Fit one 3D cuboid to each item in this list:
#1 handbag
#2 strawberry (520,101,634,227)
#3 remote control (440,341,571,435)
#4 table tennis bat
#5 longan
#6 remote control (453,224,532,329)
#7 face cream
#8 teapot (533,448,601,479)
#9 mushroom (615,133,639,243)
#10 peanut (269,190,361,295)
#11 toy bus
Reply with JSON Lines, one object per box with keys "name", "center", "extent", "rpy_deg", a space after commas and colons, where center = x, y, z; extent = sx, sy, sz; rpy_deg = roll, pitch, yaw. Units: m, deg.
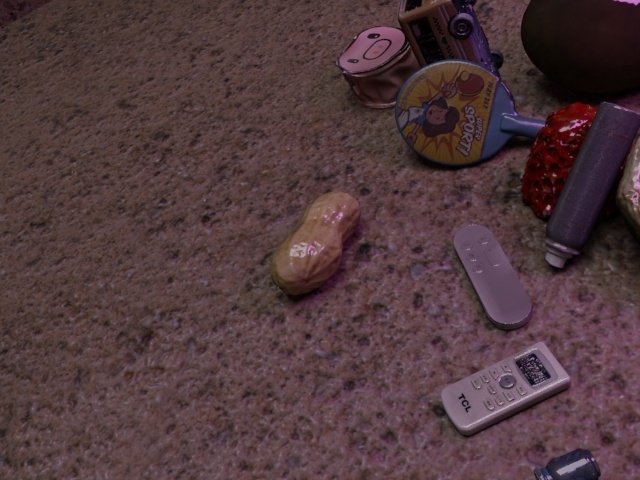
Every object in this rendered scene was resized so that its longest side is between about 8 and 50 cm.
{"name": "handbag", "center": [0.146, -0.413, 1.796], "extent": [0.179, 0.116, 0.205], "rpy_deg": [14, 56, 35]}
{"name": "strawberry", "center": [0.464, -0.149, 1.365], "extent": [0.234, 0.178, 0.234], "rpy_deg": [-14, 49, 17]}
{"name": "remote control", "center": [0.281, 0.229, 1.175], "extent": [0.190, 0.029, 0.087], "rpy_deg": [-25, 43, -1]}
{"name": "table tennis bat", "center": [0.313, -0.250, 1.544], "extent": [0.329, 0.044, 0.215], "rpy_deg": [14, 97, 11]}
{"name": "longan", "center": [0.583, -0.436, 1.530], "extent": [0.350, 0.288, 0.288], "rpy_deg": [1, 48, 10]}
{"name": "remote control", "center": [0.300, 0.059, 1.338], "extent": [0.077, 0.022, 0.245], "rpy_deg": [-22, 43, 5]}
{"name": "face cream", "center": [0.447, -0.088, 1.275], "extent": [0.073, 0.073, 0.283], "rpy_deg": [33, 109, 42]}
{"name": "teapot", "center": [0.342, 0.328, 1.048], "extent": [0.083, 0.063, 0.049], "rpy_deg": [-24, 12, 3]}
{"name": "mushroom", "center": [0.570, -0.055, 1.224], "extent": [0.164, 0.189, 0.267], "rpy_deg": [-33, 66, 10]}
{"name": "peanut", "center": [0.000, 0.000, 1.462], "extent": [0.124, 0.123, 0.256], "rpy_deg": [13, 50, 32]}
{"name": "toy bus", "center": [0.280, -0.401, 1.610], "extent": [0.157, 0.289, 0.139], "rpy_deg": [-13, 42, 28]}
